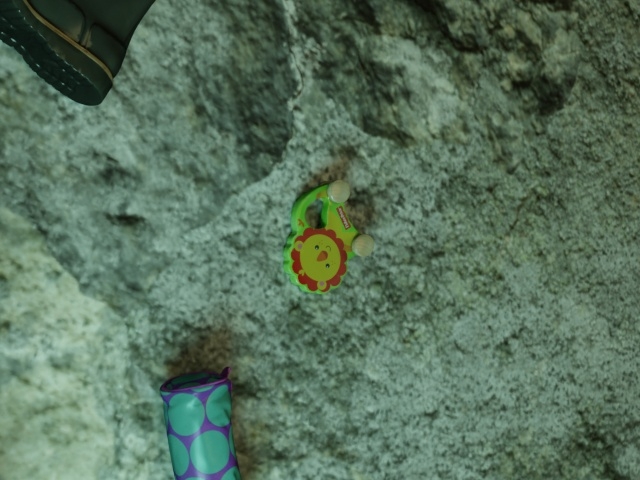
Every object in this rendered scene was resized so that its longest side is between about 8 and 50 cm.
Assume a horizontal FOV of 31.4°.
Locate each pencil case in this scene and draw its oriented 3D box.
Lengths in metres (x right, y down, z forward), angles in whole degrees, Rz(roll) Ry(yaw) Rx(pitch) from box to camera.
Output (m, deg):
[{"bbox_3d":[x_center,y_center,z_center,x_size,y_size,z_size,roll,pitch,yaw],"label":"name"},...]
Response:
[{"bbox_3d":[-0.101,0.197,1.041,0.070,0.064,0.151,-12,95,-19],"label":"pencil case"}]

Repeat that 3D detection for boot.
[{"bbox_3d":[-0.233,-0.230,0.978,0.198,0.077,0.137,48,57,-38],"label":"boot"}]

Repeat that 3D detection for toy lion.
[{"bbox_3d":[0.000,0.000,1.149,0.096,0.034,0.100,-30,104,-25],"label":"toy lion"}]
